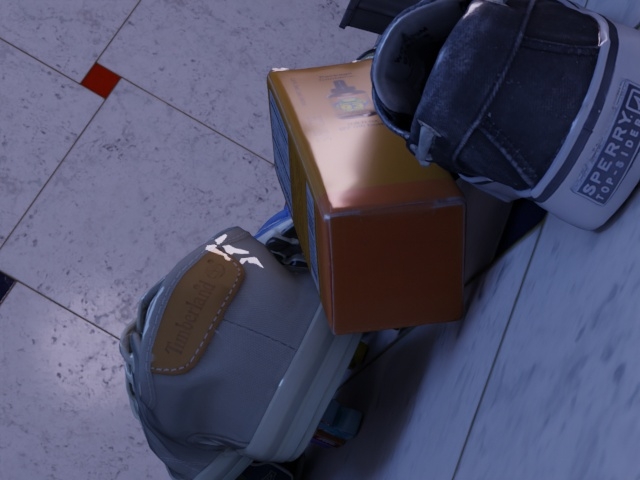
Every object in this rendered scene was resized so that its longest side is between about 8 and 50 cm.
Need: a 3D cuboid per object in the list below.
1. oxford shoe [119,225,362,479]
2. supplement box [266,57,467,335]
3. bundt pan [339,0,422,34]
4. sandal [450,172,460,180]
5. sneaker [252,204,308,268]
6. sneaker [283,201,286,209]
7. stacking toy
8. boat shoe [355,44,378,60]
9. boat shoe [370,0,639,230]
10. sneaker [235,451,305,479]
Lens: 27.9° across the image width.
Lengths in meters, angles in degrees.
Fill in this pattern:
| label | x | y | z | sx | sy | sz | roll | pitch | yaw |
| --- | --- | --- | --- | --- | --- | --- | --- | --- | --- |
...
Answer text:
| label | x | y | z | sx | sy | sz | roll | pitch | yaw |
| --- | --- | --- | --- | --- | --- | --- | --- | --- | --- |
| oxford shoe | -0.078 | 0.086 | 0.920 | 0.169 | 0.130 | 0.449 | -66 | 5 | -15 |
| supplement box | 0.021 | -0.036 | 0.764 | 0.233 | 0.078 | 0.080 | -108 | 13 | -60 |
| bundt pan | 0.141 | -0.378 | 1.513 | 0.331 | 0.124 | 0.331 | -157 | 90 | -88 |
| sandal | 0.084 | -0.073 | 0.833 | 0.179 | 0.067 | 0.040 | 124 | 158 | -60 |
| sneaker | 0.000 | 0.000 | 1.101 | 0.330 | 0.130 | 0.147 | 124 | 166 | -75 |
| sneaker | 0.039 | -0.108 | 1.512 | 0.276 | 0.098 | 0.135 | 119 | 173 | -45 |
| stacking toy | -0.003 | 0.127 | 0.923 | 0.221 | 0.052 | 0.167 | 125 | 168 | -72 |
| boat shoe | 0.054 | -0.106 | 0.936 | 0.223 | 0.080 | 0.073 | -49 | -39 | -20 |
| boat shoe | 0.074 | -0.073 | 0.600 | 0.301 | 0.102 | 0.108 | -83 | 17 | -78 |
| sneaker | -0.042 | 0.186 | 1.108 | 0.086 | 0.064 | 0.192 | -58 | 6 | 17 |
